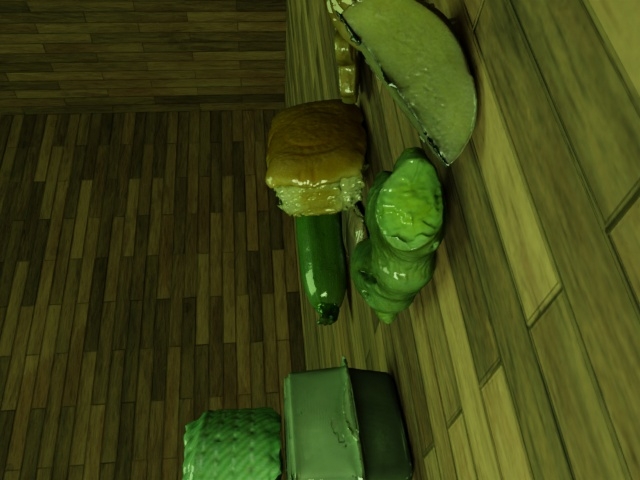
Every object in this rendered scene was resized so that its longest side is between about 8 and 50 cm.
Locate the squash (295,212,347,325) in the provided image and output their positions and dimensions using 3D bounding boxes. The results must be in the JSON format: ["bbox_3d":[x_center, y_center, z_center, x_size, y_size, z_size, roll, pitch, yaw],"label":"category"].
[{"bbox_3d":[0.000,0.000,1.377,0.107,0.107,0.395,98,169,-60],"label":"squash"}]

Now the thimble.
[{"bbox_3d":[-0.125,0.355,0.885,0.219,0.150,0.219,177,90,-86],"label":"thimble"}]

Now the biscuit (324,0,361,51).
[{"bbox_3d":[0.054,-0.392,0.737,0.326,0.107,0.325,177,90,-88],"label":"biscuit"}]

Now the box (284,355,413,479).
[{"bbox_3d":[0.030,0.333,0.909,0.220,0.166,0.290,-99,9,-48],"label":"box"}]

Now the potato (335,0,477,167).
[{"bbox_3d":[0.102,-0.156,0.555,0.172,0.089,0.100,55,-170,10],"label":"potato"}]

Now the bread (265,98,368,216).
[{"bbox_3d":[-0.005,-0.147,1.035,0.245,0.174,0.121,-88,-4,-47],"label":"bread"}]

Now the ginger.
[{"bbox_3d":[0.084,0.002,0.687,0.290,0.089,0.137,88,158,-60],"label":"ginger"}]

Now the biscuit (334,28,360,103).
[{"bbox_3d":[0.044,-0.352,0.988,0.184,0.035,0.248,-77,-18,-64],"label":"biscuit"}]

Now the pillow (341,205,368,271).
[{"bbox_3d":[0.062,-0.010,1.121,0.211,0.034,0.135,-101,7,-64],"label":"pillow"}]
